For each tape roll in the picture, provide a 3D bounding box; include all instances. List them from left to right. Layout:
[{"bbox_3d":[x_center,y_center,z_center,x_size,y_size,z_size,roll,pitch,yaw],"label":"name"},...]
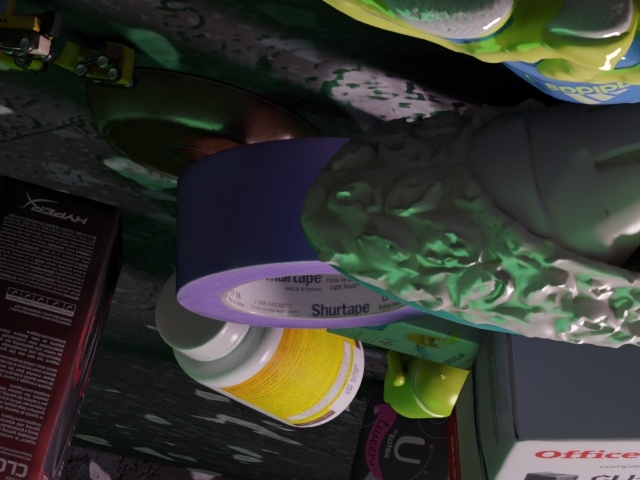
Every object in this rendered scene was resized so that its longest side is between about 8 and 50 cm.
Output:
[{"bbox_3d":[0.000,0.000,0.982,0.189,0.080,0.189,-2,164,0],"label":"tape roll"}]

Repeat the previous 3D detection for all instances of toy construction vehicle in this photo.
[{"bbox_3d":[-0.166,-0.119,0.890,0.098,0.035,0.086,10,176,26],"label":"toy construction vehicle"}]

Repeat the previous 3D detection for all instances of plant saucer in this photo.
[{"bbox_3d":[-0.079,-0.066,1.000,0.168,0.029,0.168,14,166,4],"label":"plant saucer"}]

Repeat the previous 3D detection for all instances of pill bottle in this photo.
[{"bbox_3d":[-0.056,0.091,1.380,0.117,0.117,0.215,5,163,33],"label":"pill bottle"}]

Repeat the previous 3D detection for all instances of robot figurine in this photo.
[{"bbox_3d":[0.109,0.145,1.519,0.101,0.067,0.115,20,164,-24],"label":"robot figurine"}]

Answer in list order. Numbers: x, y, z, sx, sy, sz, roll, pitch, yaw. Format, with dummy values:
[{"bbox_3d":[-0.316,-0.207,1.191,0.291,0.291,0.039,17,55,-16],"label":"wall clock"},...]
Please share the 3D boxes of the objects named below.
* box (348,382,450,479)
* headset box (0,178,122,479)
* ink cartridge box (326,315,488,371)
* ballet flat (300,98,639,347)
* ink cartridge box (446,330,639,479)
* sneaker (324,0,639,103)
[{"bbox_3d":[0.124,0.306,1.742,0.163,0.247,0.142,5,161,31],"label":"box"},{"bbox_3d":[-0.267,0.120,1.341,0.110,0.293,0.218,15,164,-3],"label":"headset box"},{"bbox_3d":[0.106,0.062,1.228,0.181,0.061,0.104,15,165,-6],"label":"ink cartridge box"},{"bbox_3d":[0.199,-0.013,0.805,0.409,0.147,0.147,13,165,-8],"label":"ballet flat"},{"bbox_3d":[0.215,0.145,1.160,0.197,0.114,0.273,0,153,-4],"label":"ink cartridge box"},{"bbox_3d":[0.069,-0.100,0.614,0.240,0.091,0.126,16,166,-9],"label":"sneaker"}]
